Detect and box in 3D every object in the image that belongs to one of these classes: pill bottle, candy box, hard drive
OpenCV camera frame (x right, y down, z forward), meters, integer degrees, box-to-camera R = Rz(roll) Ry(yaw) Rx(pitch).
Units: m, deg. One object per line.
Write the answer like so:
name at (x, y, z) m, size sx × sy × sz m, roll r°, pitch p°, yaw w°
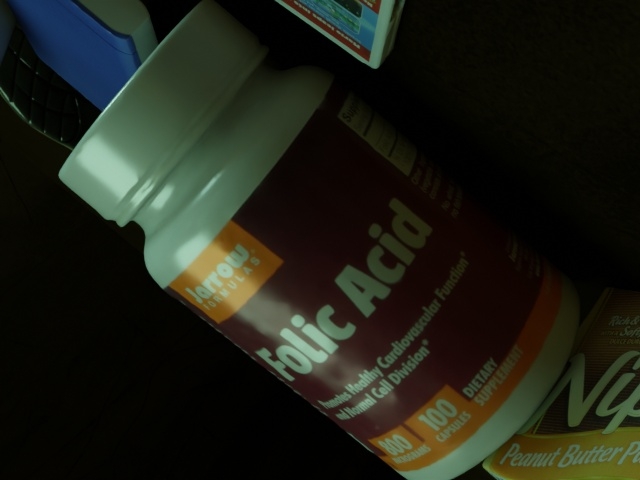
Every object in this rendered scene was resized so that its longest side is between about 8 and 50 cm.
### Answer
pill bottle at (0.000, 0.000, 0.853) m, size 0.392 × 0.224 × 0.224 m, roll 39°, pitch 168°, yaw -10°
candy box at (0.268, 0.142, 0.699) m, size 0.087 × 0.183 × 0.316 m, roll 43°, pitch 167°, yaw -20°
hard drive at (-0.229, -0.198, 0.997) m, size 0.210 × 0.040 × 0.318 m, roll 40°, pitch 169°, yaw 8°

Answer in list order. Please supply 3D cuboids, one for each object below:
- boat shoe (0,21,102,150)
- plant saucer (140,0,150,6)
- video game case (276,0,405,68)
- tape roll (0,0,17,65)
boat shoe at (-0.352, -0.189, 1.436) m, size 0.120 × 0.122 × 0.324 m, roll 29°, pitch 165°, yaw 49°
plant saucer at (-0.275, -0.305, 0.958) m, size 0.278 × 0.041 × 0.278 m, roll 36°, pitch 167°, yaw 9°
video game case at (-0.030, -0.217, 0.599) m, size 0.204 × 0.025 × 0.285 m, roll 36°, pitch 168°, yaw 6°
tape roll at (-0.449, -0.223, 1.067) m, size 0.246 × 0.169 × 0.246 m, roll 13°, pitch 165°, yaw 4°
